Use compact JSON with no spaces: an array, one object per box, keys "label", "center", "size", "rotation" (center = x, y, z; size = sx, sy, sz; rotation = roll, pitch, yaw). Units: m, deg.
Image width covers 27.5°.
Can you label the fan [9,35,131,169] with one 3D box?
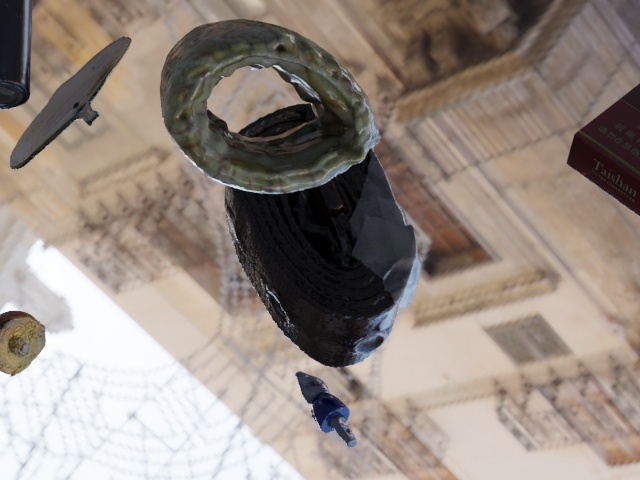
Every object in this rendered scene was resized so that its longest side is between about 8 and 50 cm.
[{"label":"fan","center":[-0.312,-0.171,1.655],"size":[0.229,0.011,0.335],"rotation":[-48,-159,-2]}]

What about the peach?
[{"label":"peach","center":[-0.452,0.143,1.903],"size":[0.098,0.098,0.061],"rotation":[-49,-137,-11]}]

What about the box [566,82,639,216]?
[{"label":"box","center":[0.157,-0.047,0.587],"size":[0.082,0.023,0.051],"rotation":[-36,-117,-26]}]

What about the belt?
[{"label":"belt","center":[0.000,0.000,1.463],"size":[0.184,0.164,0.289],"rotation":[-17,-119,-16]}]

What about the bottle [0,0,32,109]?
[{"label":"bottle","center":[-0.398,-0.282,1.631],"size":[0.082,0.072,0.244],"rotation":[-24,-122,37]}]

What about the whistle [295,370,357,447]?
[{"label":"whistle","center":[0.005,0.138,1.076],"size":[0.029,0.033,0.083],"rotation":[-47,-130,10]}]

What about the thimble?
[{"label":"thimble","center":[-0.042,-0.111,1.103],"size":[0.143,0.190,0.137],"rotation":[-136,-117,-74]}]
